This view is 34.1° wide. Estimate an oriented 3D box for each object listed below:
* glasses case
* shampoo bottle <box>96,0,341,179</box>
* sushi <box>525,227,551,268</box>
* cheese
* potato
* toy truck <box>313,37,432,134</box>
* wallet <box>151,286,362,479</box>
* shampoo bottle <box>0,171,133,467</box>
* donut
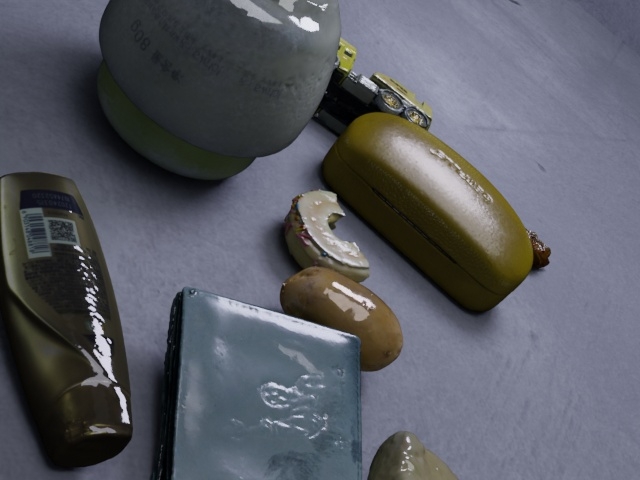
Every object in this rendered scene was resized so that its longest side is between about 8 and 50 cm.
[{"bbox_3d":[0.185,-0.061,1.682,0.371,0.141,0.173,42,34,3],"label":"glasses case"},{"bbox_3d":[-0.141,-0.268,1.455,0.323,0.317,0.322,23,40,-20],"label":"shampoo bottle"},{"bbox_3d":[0.363,0.007,1.855,0.120,0.052,0.055,37,50,0],"label":"sushi"},{"bbox_3d":[0.117,0.339,1.157,0.159,0.093,0.263,40,21,-14],"label":"cheese"},{"bbox_3d":[0.025,0.102,1.375,0.178,0.109,0.118,36,27,-9],"label":"potato"},{"bbox_3d":[0.069,-0.249,1.800,0.272,0.124,0.157,33,35,-9],"label":"toy truck"},{"bbox_3d":[-0.062,0.208,1.192,0.251,0.054,0.290,21,49,-24],"label":"wallet"},{"bbox_3d":[-0.283,0.078,1.140,0.126,0.084,0.350,5,48,-37],"label":"shampoo bottle"},{"bbox_3d":[-0.004,-0.003,1.507,0.108,0.065,0.166,9,46,-37],"label":"donut"}]
